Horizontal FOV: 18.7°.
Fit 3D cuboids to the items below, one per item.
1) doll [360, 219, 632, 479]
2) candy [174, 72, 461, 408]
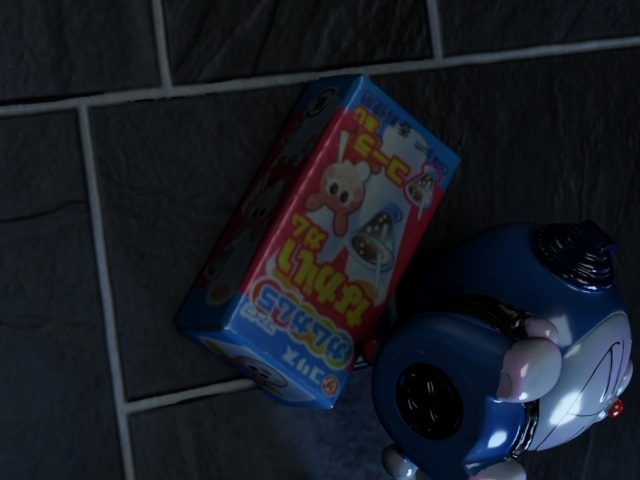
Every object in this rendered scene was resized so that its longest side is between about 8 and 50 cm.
[{"bbox_3d":[0.188,0.111,1.967,0.240,0.284,0.310,42,36,18],"label":"doll"},{"bbox_3d":[0.001,0.000,1.945,0.157,0.100,0.306,39,70,-28],"label":"candy"}]
